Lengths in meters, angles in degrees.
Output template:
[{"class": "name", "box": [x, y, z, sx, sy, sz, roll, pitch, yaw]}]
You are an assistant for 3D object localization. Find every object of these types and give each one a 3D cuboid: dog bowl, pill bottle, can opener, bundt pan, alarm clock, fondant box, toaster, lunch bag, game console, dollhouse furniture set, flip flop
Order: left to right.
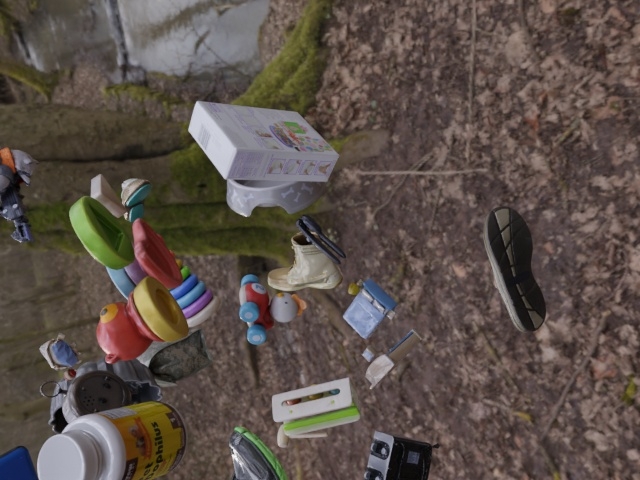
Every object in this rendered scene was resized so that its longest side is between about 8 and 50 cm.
[{"class": "game console", "box": [-0.950, 0.730, 1.707, 0.173, 0.250, 0.293, 15, 120, 40]}, {"class": "alarm clock", "box": [-0.479, 0.327, 1.246, 0.129, 0.192, 0.064, -92, 27, -48]}, {"class": "bundt pan", "box": [-0.661, 0.467, 1.849, 0.330, 0.331, 0.124, 108, 145, -47]}, {"class": "pill bottle", "box": [-0.298, 0.306, 0.882, 0.117, 0.215, 0.117, -3, 83, 22]}, {"class": "lunch bag", "box": [-0.584, 0.451, 2.217, 0.235, 0.287, 0.168, -15, 96, 41]}, {"class": "fondant box", "box": [-0.149, -0.261, 1.607, 0.238, 0.330, 0.096, 51, 130, 36]}, {"class": "dog bowl", "box": [-0.160, -0.213, 2.065, 0.349, 0.349, 0.102, 36, 144, 46]}, {"class": "can opener", "box": [0.000, 0.000, 1.781, 0.186, 0.059, 0.073, 49, -178, -11]}, {"class": "dollhouse furniture set", "box": [0.144, 0.337, 2.101, 0.303, 0.198, 0.286, 45, 131, 16]}, {"class": "toaster", "box": [0.218, 0.622, 1.662, 0.110, 0.186, 0.168, -3, 70, 56]}, {"class": "flip flop", "box": [0.411, 0.064, 1.308, 0.080, 0.112, 0.276, 164, 88, -71]}]

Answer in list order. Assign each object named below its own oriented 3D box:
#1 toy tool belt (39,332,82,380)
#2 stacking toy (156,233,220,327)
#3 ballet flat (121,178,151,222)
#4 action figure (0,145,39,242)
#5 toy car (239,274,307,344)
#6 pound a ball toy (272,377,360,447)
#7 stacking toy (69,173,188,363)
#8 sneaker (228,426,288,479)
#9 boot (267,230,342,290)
[{"class": "toy tool belt", "box": [-0.452, 0.207, 1.069, 0.083, 0.051, 0.052, 56, -163, -12]}, {"class": "stacking toy", "box": [-0.472, 0.118, 1.940, 0.330, 0.141, 0.141, 54, 154, -15]}, {"class": "ballet flat", "box": [-0.465, -0.111, 1.484, 0.067, 0.073, 0.206, 55, 147, 6]}, {"class": "action figure", "box": [-0.928, -0.133, 1.649, 0.341, 0.330, 0.178, 55, 165, 13]}, {"class": "toy car", "box": [-0.174, 0.242, 2.285, 0.219, 0.238, 0.210, -100, -3, -59]}, {"class": "pound a ball toy", "box": [-0.026, 0.582, 2.070, 0.208, 0.319, 0.135, 65, -167, -46]}, {"class": "stacking toy", "box": [-0.369, 0.050, 1.063, 0.279, 0.130, 0.309, 56, -179, -25]}, {"class": "sneaker", "box": [-0.210, 0.770, 1.741, 0.185, 0.202, 0.482, 13, 112, 48]}, {"class": "boot", "box": [-0.074, 0.067, 1.973, 0.262, 0.095, 0.203, -1, 130, 22]}]
